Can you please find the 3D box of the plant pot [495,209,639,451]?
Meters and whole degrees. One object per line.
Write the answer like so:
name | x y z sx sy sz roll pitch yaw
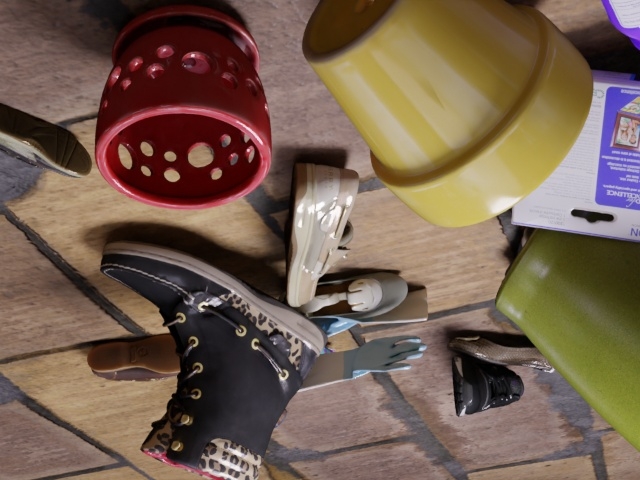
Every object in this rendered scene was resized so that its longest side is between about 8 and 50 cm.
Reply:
plant pot | 0.441 0.088 1.437 0.353 0.366 0.366 35 152 15

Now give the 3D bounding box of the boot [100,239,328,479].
boot | -0.195 0.188 1.597 0.377 0.284 0.138 29 161 -22

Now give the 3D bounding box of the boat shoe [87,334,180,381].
boat shoe | -0.304 0.212 1.891 0.207 0.073 0.073 -1 152 8

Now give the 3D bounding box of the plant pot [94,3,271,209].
plant pot | -0.152 -0.155 1.189 0.191 0.174 0.191 -3 150 -2

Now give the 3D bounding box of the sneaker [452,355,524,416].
sneaker | 0.309 0.260 1.961 0.124 0.107 0.283 -4 176 11

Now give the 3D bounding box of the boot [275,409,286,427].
boot | -0.182 0.332 2.127 0.219 0.082 0.106 -18 125 28

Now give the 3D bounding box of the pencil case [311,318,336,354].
pencil case | -0.017 0.191 1.896 0.070 0.064 0.152 -44 147 -9

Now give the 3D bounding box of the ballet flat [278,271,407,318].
ballet flat | 0.034 0.096 1.724 0.213 0.072 0.068 -7 -178 8

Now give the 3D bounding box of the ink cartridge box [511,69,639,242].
ink cartridge box | 0.342 -0.105 1.307 0.206 0.045 0.208 10 120 19

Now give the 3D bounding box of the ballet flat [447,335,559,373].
ballet flat | 0.352 0.202 1.981 0.250 0.058 0.084 11 179 -15

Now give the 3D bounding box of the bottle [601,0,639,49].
bottle | 0.356 -0.275 1.135 0.118 0.092 0.283 -21 146 22

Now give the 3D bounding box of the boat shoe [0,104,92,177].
boat shoe | -0.360 -0.120 1.344 0.152 0.056 0.049 31 140 -31

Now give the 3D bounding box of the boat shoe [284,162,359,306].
boat shoe | 0.000 0.000 1.541 0.098 0.109 0.302 0 143 -6

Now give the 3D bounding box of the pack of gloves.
pack of gloves | 0.058 0.148 1.736 0.232 0.195 0.046 -13 122 13

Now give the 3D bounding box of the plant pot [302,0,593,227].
plant pot | 0.120 -0.182 1.138 0.254 0.254 0.239 -28 126 34

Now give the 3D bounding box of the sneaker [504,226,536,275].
sneaker | 0.404 0.056 1.688 0.226 0.086 0.163 10 137 -6
